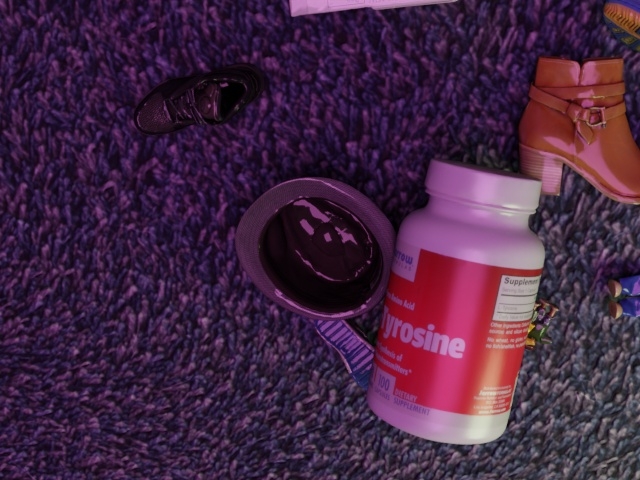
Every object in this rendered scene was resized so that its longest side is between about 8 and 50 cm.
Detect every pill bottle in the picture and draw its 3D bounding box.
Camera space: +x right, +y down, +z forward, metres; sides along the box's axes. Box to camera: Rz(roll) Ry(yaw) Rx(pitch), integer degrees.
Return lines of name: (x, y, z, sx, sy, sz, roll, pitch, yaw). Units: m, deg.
pill bottle: (0.217, 0.088, 1.398, 0.229, 0.229, 0.407, 11, 99, 2)

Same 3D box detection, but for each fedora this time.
fedora: (0.000, 0.000, 1.490, 0.275, 0.124, 0.243, 38, 110, -14)

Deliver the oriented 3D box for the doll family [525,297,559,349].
doll family: (0.307, 0.131, 1.529, 0.193, 0.076, 0.111, 29, 109, 12)

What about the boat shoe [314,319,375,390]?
boat shoe: (0.064, 0.187, 1.577, 0.066, 0.066, 0.183, -36, 96, 13)

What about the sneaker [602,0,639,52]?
sneaker: (0.573, -0.329, 1.347, 0.296, 0.112, 0.131, 21, 92, -3)

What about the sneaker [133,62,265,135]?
sneaker: (-0.208, -0.221, 1.435, 0.228, 0.130, 0.087, -13, 105, 12)

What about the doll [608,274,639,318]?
doll: (0.583, 0.097, 1.506, 0.189, 0.046, 0.129, -4, 99, 0)

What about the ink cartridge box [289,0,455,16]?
ink cartridge box: (0.070, -0.499, 1.344, 0.261, 0.066, 0.296, -4, 108, 7)

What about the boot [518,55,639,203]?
boot: (0.456, -0.177, 1.407, 0.283, 0.109, 0.220, 7, 105, 11)
